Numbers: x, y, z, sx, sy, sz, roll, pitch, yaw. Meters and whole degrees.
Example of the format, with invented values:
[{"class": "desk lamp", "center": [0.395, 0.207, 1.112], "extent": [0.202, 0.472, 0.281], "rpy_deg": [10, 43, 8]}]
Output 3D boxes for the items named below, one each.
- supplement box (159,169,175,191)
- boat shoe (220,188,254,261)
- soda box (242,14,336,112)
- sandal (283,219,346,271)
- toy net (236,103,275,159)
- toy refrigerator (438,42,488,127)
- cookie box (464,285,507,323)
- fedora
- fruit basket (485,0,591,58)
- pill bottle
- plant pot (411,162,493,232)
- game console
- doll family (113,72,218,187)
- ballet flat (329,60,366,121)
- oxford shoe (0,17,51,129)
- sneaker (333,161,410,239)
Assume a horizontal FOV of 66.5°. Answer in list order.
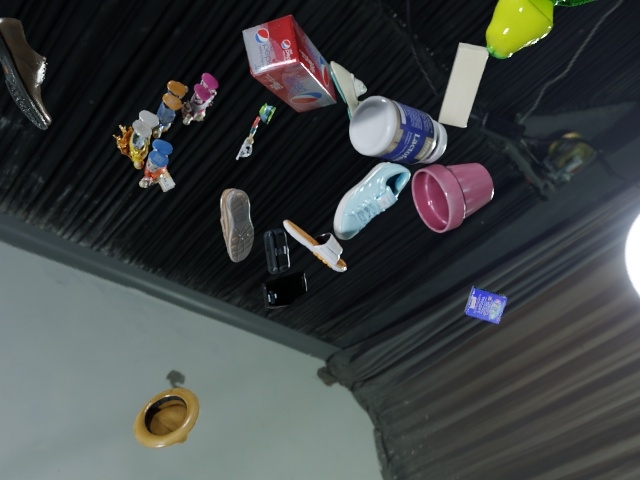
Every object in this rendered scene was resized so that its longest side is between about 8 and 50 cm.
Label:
[{"class": "supplement box", "center": [-0.518, -0.200, 1.623], "extent": [0.062, 0.036, 0.098], "rpy_deg": [62, -18, -9]}, {"class": "boat shoe", "center": [-0.360, -0.069, 2.065], "extent": [0.123, 0.324, 0.116], "rpy_deg": [-14, 27, -38]}, {"class": "soda box", "center": [-0.046, -0.320, 0.921], "extent": [0.263, 0.092, 0.083], "rpy_deg": [-5, 84, -74]}, {"class": "sandal", "center": [0.001, 0.004, 1.564], "extent": [0.265, 0.076, 0.102], "rpy_deg": [38, 13, -21]}, {"class": "toy net", "center": [-0.235, -0.384, 1.763], "extent": [0.045, 0.232, 0.122], "rpy_deg": [27, 14, -13]}, {"class": "toy refrigerator", "center": [0.513, -0.559, 1.763], "extent": [0.102, 0.269, 0.094], "rpy_deg": [13, 36, 7]}, {"class": "cookie box", "center": [0.530, 0.206, 1.569], "extent": [0.107, 0.092, 0.040], "rpy_deg": [17, 8, 4]}, {"class": "fedora", "center": [-0.405, 0.492, 1.321], "extent": [0.194, 0.194, 0.079], "rpy_deg": [-85, 162, -56]}, {"class": "fruit basket", "center": [0.658, -0.706, 1.428], "extent": [0.283, 0.392, 0.392], "rpy_deg": [11, 32, 0]}, {"class": "pill bottle", "center": [0.219, -0.289, 1.328], "extent": [0.265, 0.153, 0.153], "rpy_deg": [2, 52, -42]}, {"class": "plant pot", "center": [0.400, -0.143, 1.452], "extent": [0.180, 0.201, 0.201], "rpy_deg": [-20, 64, -15]}, {"class": "game console", "center": [-0.174, 0.123, 2.209], "extent": [0.213, 0.044, 0.361], "rpy_deg": [-15, 105, -35]}, {"class": "doll family", "center": [-0.309, -0.228, 0.946], "extent": [0.118, 0.163, 0.263], "rpy_deg": [34, 67, -15]}, {"class": "ballet flat", "center": [0.100, -0.389, 1.357], "extent": [0.086, 0.086, 0.248], "rpy_deg": [-87, 157, -54]}, {"class": "oxford shoe", "center": [-0.609, -0.346, 1.022], "extent": [0.083, 0.227, 0.096], "rpy_deg": [23, 44, 38]}, {"class": "sneaker", "center": [0.192, -0.150, 1.783], "extent": [0.135, 0.366, 0.150], "rpy_deg": [45, -17, -31]}]
